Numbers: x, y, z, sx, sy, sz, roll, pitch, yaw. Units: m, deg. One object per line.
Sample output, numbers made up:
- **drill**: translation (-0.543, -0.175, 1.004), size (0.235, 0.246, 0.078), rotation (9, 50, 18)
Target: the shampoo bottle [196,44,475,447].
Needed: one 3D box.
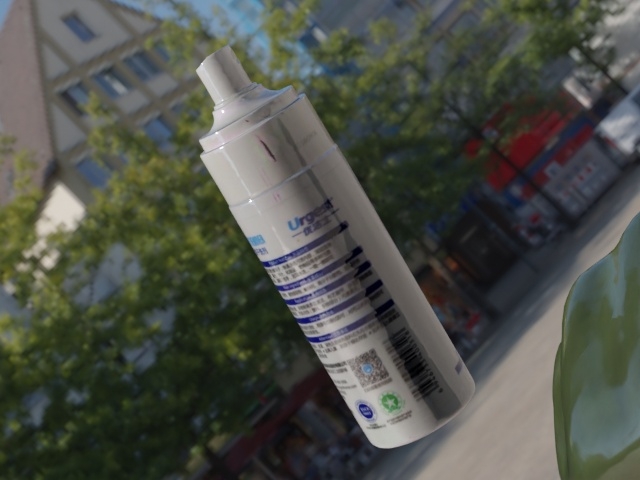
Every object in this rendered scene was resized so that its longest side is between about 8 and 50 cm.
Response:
- **shampoo bottle**: translation (0.000, 0.000, 0.854), size (0.092, 0.303, 0.092), rotation (-30, 9, 6)

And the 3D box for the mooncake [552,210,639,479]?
- **mooncake**: translation (0.312, 0.092, 0.681), size (0.351, 0.351, 0.187), rotation (-51, 20, 45)
